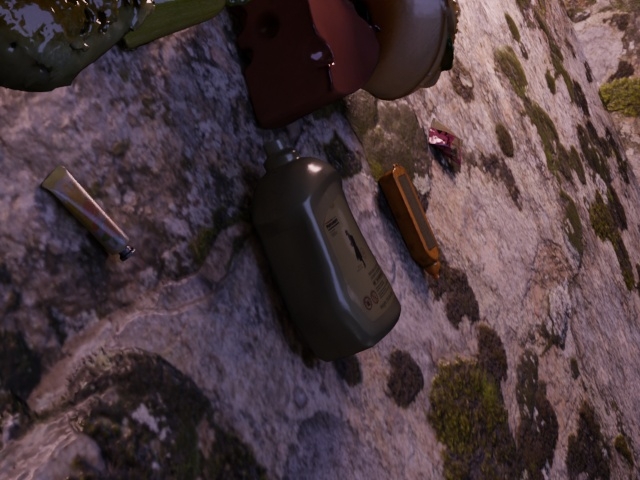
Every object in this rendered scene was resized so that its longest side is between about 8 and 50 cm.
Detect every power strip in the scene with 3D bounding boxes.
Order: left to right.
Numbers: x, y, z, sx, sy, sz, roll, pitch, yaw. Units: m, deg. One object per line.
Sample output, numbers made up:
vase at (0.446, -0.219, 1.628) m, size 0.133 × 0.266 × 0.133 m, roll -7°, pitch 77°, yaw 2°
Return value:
power strip at (0.134, -0.025, 1.443) m, size 0.049 × 0.028 × 0.178 m, roll -30°, pitch 97°, yaw -61°

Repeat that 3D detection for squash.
squash at (-0.158, -0.260, 1.079) m, size 0.200 × 0.075 × 0.090 m, roll -17°, pitch 66°, yaw -39°

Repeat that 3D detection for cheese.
cheese at (-0.021, -0.226, 1.223) m, size 0.203 × 0.128 × 0.177 m, roll 42°, pitch 38°, yaw -40°

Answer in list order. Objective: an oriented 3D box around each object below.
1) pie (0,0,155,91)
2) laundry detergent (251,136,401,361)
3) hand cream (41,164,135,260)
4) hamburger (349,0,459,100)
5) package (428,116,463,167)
pie at (-0.272, -0.302, 0.872) m, size 0.297 × 0.078 × 0.371 m, roll -11°, pitch 78°, yaw -48°
laundry detergent at (0.000, 0.000, 1.143) m, size 0.253 × 0.091 × 0.181 m, roll 65°, pitch 28°, yaw -4°
hand cream at (-0.206, -0.022, 0.893) m, size 0.102 × 0.022 × 0.035 m, roll 50°, pitch 38°, yaw -20°
hamburger at (0.092, -0.311, 1.390) m, size 0.147 × 0.237 × 0.236 m, roll -12°, pitch 80°, yaw -37°
package at (0.212, -0.165, 1.666) m, size 0.083 × 0.029 × 0.059 m, roll 31°, pitch 52°, yaw -32°
